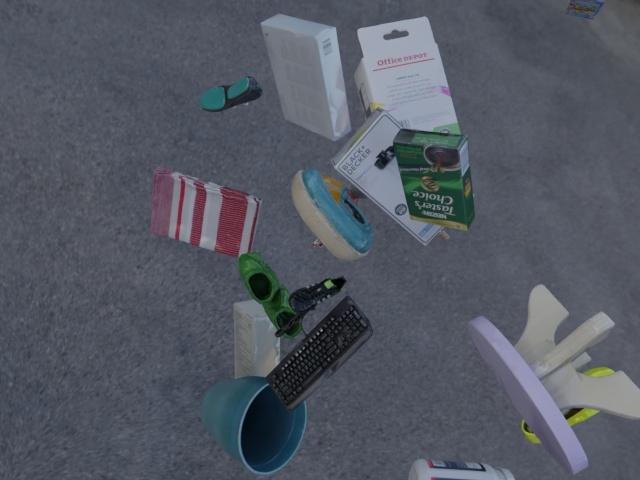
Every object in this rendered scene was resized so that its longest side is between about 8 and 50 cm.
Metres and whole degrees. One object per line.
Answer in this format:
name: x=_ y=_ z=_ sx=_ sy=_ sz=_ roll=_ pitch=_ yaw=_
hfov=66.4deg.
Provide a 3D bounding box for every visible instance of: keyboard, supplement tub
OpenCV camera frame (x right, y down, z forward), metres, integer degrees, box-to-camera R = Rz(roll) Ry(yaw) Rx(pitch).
keyboard: x=-0.028 y=0.257 z=1.235 sx=0.201 sy=0.317 sz=0.033 roll=50 pitch=14 yaw=30
supplement tub: x=0.397 y=0.727 z=1.381 sx=0.273 sy=0.191 sz=0.191 roll=4 pitch=61 yaw=0

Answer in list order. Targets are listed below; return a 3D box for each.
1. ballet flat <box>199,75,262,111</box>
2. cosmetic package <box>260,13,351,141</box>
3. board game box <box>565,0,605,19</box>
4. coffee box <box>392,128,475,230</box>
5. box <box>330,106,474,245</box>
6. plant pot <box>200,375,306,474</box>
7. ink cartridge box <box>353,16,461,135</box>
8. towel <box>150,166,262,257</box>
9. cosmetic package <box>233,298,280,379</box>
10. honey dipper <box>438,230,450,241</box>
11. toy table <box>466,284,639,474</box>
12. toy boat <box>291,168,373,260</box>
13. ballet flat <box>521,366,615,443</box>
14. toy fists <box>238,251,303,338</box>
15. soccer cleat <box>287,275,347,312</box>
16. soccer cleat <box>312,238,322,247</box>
ballet flat: x=-0.231 y=-0.375 z=1.286 sx=0.074 sy=0.203 sz=0.074 roll=9 pitch=78 yaw=-50
cosmetic package: x=-0.045 y=-0.561 z=1.693 sx=0.284 sy=0.377 sz=0.097 roll=31 pitch=59 yaw=35
board game box: x=0.524 y=-0.511 z=0.903 sx=0.060 sy=0.194 sz=0.194 roll=19 pitch=35 yaw=14
coffee box: x=0.192 y=-0.098 z=0.813 sx=0.040 sy=0.113 sz=0.184 roll=-56 pitch=144 yaw=-28
box: x=0.184 y=-0.143 z=1.116 sx=0.290 sy=0.169 sz=0.087 roll=40 pitch=13 yaw=-15
plant pot: x=-0.228 y=0.543 z=1.514 sx=0.272 sy=0.255 sz=0.271 roll=-1 pitch=92 yaw=-49
ink cartridge box: x=0.216 y=-0.375 z=1.274 sx=0.207 sy=0.119 sz=0.353 roll=-13 pitch=88 yaw=-8
towel: x=-0.357 y=-0.073 z=1.493 sx=0.329 sy=0.237 sz=0.037 roll=16 pitch=34 yaw=0
cosmetic package: x=-0.228 y=0.381 z=1.746 sx=0.113 sy=0.160 sz=0.309 roll=-8 pitch=110 yaw=-34
honey dipper: x=0.453 y=-0.059 z=1.940 sx=0.031 sy=0.030 sz=0.160 roll=-14 pitch=55 yaw=-37
toy table: x=0.390 y=0.214 z=0.813 sx=0.161 sy=0.252 sz=0.274 roll=-30 pitch=67 yaw=-1
toy boat: x=0.057 y=-0.094 z=1.265 sx=0.267 sy=0.148 sz=0.318 roll=49 pitch=21 yaw=-2
ballet flat: x=0.514 y=0.342 z=1.019 sx=0.077 sy=0.231 sz=0.077 roll=35 pitch=17 yaw=-38
toy fists: x=-0.144 y=0.150 z=1.398 sx=0.096 sy=0.142 sz=0.279 roll=-37 pitch=120 yaw=-8
soccer cleat: x=-0.007 y=0.123 z=1.174 sx=0.179 sy=0.072 sz=0.060 roll=-18 pitch=68 yaw=-49
soccer cleat: x=0.000 y=0.000 z=1.571 sx=0.029 sy=0.083 sz=0.035 roll=8 pitch=72 yaw=-29
